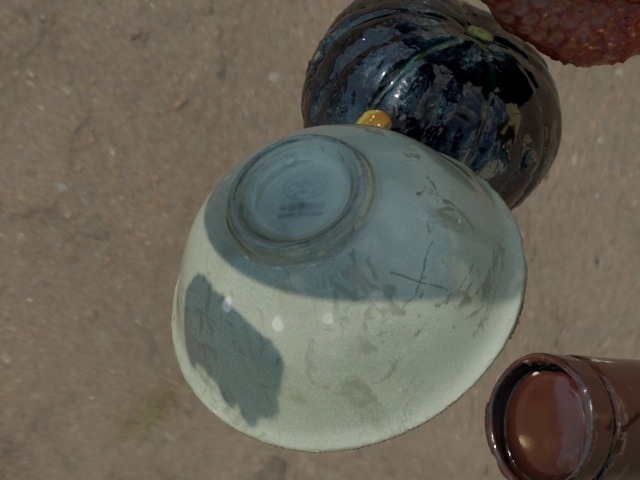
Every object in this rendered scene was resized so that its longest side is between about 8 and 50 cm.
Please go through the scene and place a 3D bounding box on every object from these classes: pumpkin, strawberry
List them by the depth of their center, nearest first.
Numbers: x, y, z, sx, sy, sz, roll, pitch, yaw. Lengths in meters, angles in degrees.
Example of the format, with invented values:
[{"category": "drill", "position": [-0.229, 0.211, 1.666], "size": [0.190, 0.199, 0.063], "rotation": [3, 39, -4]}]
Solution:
[{"category": "strawberry", "position": [0.316, -0.373, 1.613], "size": [0.351, 0.267, 0.312], "rotation": [-6, 78, -27]}, {"category": "pumpkin", "position": [0.146, -0.178, 1.751], "size": [0.363, 0.363, 0.266], "rotation": [40, 127, 12]}]

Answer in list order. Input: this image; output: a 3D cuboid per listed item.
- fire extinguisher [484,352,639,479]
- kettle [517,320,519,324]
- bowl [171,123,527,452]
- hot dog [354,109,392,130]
[{"category": "fire extinguisher", "position": [0.283, 0.134, 0.944], "size": [0.141, 0.341, 0.105], "rotation": [9, 92, 53]}, {"category": "kettle", "position": [0.080, 0.043, 1.441], "size": [0.255, 0.240, 0.165], "rotation": [-12, 92, 9]}, {"category": "bowl", "position": [0.000, 0.000, 1.055], "size": [0.313, 0.146, 0.313], "rotation": [-10, 51, 13]}, {"category": "hot dog", "position": [0.025, -0.066, 1.237], "size": [0.044, 0.028, 0.137], "rotation": [23, 76, 11]}]
